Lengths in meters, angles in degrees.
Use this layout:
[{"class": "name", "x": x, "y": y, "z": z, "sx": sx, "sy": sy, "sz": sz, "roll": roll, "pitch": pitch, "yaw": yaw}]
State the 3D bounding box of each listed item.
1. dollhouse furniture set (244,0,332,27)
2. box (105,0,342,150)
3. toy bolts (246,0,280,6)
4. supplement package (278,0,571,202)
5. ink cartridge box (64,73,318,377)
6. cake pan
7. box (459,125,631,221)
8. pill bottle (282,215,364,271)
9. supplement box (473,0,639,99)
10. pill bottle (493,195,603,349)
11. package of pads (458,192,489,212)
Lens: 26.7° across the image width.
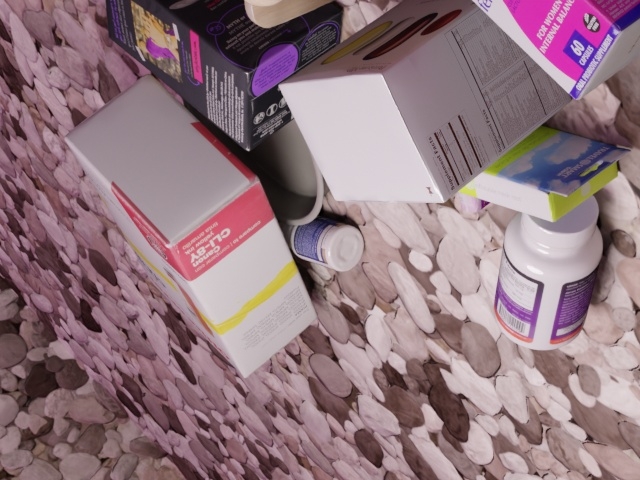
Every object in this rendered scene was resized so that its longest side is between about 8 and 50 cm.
[{"class": "dollhouse furniture set", "x": -0.178, "y": -0.442, "z": 1.391, "sx": 0.362, "sy": 0.256, "sz": 0.394, "roll": 35, "pitch": 139, "yaw": 35}, {"class": "box", "x": -0.124, "y": -0.269, "z": 1.679, "sx": 0.270, "sy": 0.165, "sz": 0.143, "roll": 41, "pitch": 151, "yaw": 23}, {"class": "toy bolts", "x": 0.012, "y": -0.301, "z": 1.232, "sx": 0.218, "sy": 0.228, "sz": 0.158, "roll": -130, "pitch": 28, "yaw": -65}, {"class": "supplement package", "x": 0.107, "y": -0.154, "z": 1.409, "sx": 0.194, "sy": 0.203, "sz": 0.149, "roll": 3, "pitch": 126, "yaw": 56}, {"class": "ink cartridge box", "x": -0.179, "y": -0.011, "z": 1.971, "sx": 0.279, "sy": 0.160, "sz": 0.385, "roll": 42, "pitch": 166, "yaw": 33}, {"class": "cake pan", "x": -0.082, "y": -0.157, "z": 1.872, "sx": 0.293, "sy": 0.054, "sz": 0.293, "roll": 38, "pitch": 150, "yaw": 27}, {"class": "box", "x": 0.225, "y": -0.076, "z": 1.419, "sx": 0.178, "sy": 0.109, "sz": 0.042, "roll": 22, "pitch": 137, "yaw": 45}, {"class": "pill bottle", "x": 0.000, "y": 0.000, "z": 1.916, "sx": 0.120, "sy": 0.067, "sz": 0.067, "roll": 18, "pitch": 137, "yaw": 49}, {"class": "supplement box", "x": 0.209, "y": -0.256, "z": 1.228, "sx": 0.220, "sy": 0.114, "sz": 0.111, "roll": 47, "pitch": 154, "yaw": 14}, {"class": "pill bottle", "x": 0.254, "y": 0.026, "z": 1.498, "sx": 0.108, "sy": 0.108, "sz": 0.193, "roll": 38, "pitch": 149, "yaw": 27}, {"class": "package of pads", "x": 0.179, "y": -0.078, "z": 1.556, "sx": 0.032, "sy": 0.050, "sz": 0.083, "roll": 24, "pitch": 141, "yaw": 44}]
